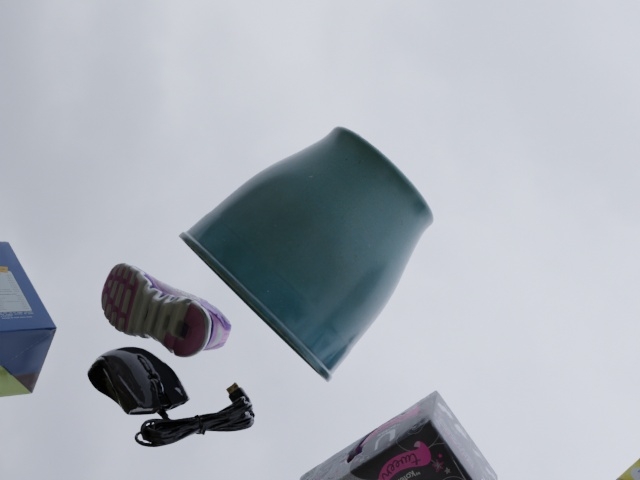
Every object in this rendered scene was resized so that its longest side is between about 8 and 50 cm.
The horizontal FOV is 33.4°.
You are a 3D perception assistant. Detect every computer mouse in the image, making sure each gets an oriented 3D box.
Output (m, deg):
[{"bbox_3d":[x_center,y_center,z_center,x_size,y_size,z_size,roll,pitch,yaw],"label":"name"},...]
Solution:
[{"bbox_3d":[-0.200,0.191,1.451,0.262,0.184,0.060,30,-61,56],"label":"computer mouse"}]

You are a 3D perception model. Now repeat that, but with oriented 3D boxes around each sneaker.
[{"bbox_3d":[-0.222,0.105,1.558,0.236,0.104,0.095,24,-81,36],"label":"sneaker"}]

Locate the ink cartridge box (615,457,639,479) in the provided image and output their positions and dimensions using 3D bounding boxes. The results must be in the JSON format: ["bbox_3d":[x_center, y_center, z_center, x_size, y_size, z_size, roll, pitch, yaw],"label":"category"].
[{"bbox_3d":[0.567,0.264,1.285,0.072,0.307,0.303,54,-13,-21],"label":"ink cartridge box"}]

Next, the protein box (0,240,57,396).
[{"bbox_3d":[-0.523,0.114,1.534,0.201,0.200,0.136,50,-55,36],"label":"protein box"}]

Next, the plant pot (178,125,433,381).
[{"bbox_3d":[0.000,0.000,1.397,0.272,0.255,0.271,44,-7,6],"label":"plant pot"}]

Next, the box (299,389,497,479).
[{"bbox_3d":[0.099,0.350,1.467,0.247,0.142,0.163,-35,-87,12],"label":"box"}]
